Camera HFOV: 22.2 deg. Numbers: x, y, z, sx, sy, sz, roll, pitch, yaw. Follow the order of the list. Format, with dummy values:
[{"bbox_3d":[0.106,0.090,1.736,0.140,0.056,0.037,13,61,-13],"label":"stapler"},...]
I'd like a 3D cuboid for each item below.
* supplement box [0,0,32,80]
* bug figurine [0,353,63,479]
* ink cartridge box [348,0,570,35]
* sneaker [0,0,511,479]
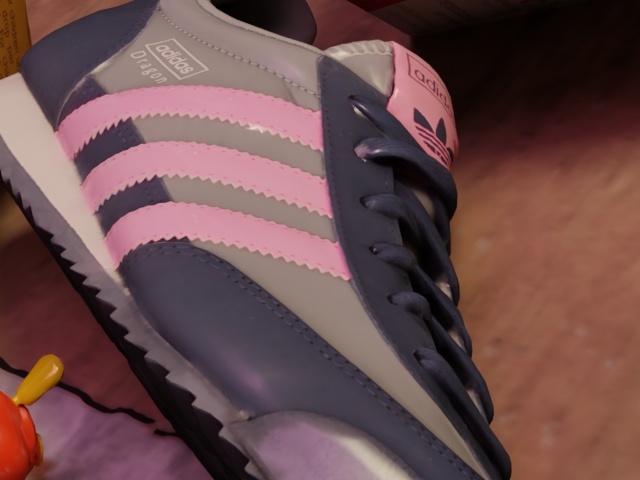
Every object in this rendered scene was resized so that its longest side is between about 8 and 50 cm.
[{"bbox_3d":[-0.176,-0.036,0.523,0.078,0.080,0.233,5,33,18],"label":"supplement box"},{"bbox_3d":[-0.208,0.056,0.540,0.216,0.072,0.279,-28,35,-14],"label":"bug figurine"},{"bbox_3d":[0.087,-0.154,0.541,0.176,0.128,0.127,-11,85,18],"label":"ink cartridge box"},{"bbox_3d":[0.000,0.000,0.468,0.131,0.112,0.319,-35,42,-7],"label":"sneaker"}]
